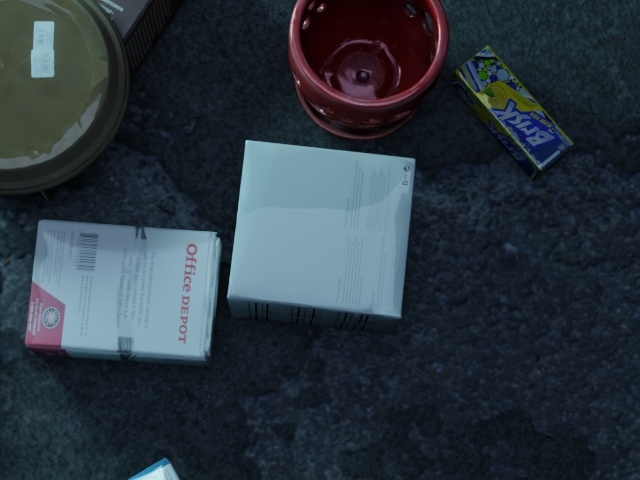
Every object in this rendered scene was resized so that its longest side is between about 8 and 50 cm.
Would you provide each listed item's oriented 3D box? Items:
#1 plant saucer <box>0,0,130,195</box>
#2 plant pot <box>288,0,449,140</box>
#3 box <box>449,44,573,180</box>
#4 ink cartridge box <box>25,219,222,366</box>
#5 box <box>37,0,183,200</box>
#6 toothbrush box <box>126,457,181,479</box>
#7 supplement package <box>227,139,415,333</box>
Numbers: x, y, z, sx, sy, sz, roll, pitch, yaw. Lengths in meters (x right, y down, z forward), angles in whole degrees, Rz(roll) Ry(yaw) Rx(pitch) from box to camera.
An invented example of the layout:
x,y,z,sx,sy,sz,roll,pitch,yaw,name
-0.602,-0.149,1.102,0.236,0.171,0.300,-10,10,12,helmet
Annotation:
x,y,z,sx,sy,sz,roll,pitch,yaw,name
-0.361,-0.190,1.629,0.278,0.041,0.278,1,77,-2,plant saucer
0.055,-0.226,1.721,0.191,0.174,0.191,0,79,-2,plant pot
0.241,-0.161,1.776,0.059,0.054,0.169,-38,81,-10,box
-0.233,0.065,1.690,0.218,0.092,0.158,4,78,0,ink cartridge box
-0.320,-0.263,1.735,0.191,0.143,0.381,31,80,5,box
-0.240,0.418,1.552,0.295,0.126,0.216,-30,49,-9,toothbrush box
0.000,0.000,1.683,0.203,0.149,0.194,6,78,-1,supplement package
